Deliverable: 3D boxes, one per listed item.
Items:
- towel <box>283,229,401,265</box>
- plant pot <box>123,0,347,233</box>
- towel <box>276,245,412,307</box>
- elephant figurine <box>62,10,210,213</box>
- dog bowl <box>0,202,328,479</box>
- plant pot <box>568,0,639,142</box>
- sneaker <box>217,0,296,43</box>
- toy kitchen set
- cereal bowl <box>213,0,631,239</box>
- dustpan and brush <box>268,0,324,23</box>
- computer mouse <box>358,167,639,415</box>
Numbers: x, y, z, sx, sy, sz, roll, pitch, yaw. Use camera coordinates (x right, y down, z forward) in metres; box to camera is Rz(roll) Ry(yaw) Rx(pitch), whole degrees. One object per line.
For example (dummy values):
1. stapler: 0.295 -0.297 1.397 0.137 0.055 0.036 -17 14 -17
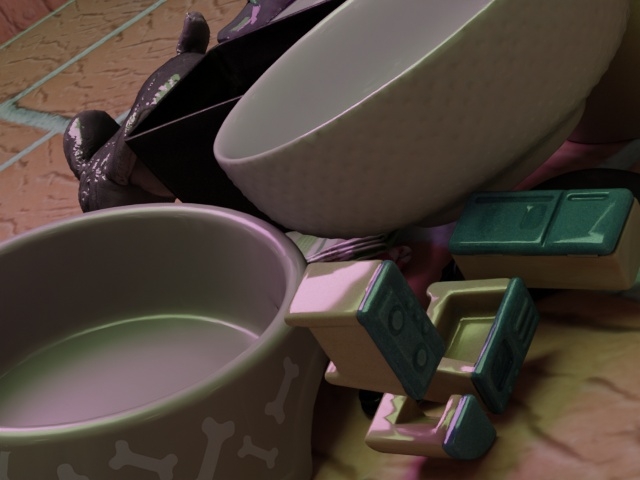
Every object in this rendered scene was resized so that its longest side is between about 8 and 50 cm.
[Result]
1. towel: 0.000 0.000 1.439 0.152 0.023 0.113 -18 17 23
2. plant pot: -0.027 -0.091 1.554 0.187 0.167 0.188 -17 22 35
3. towel: -0.031 0.059 1.396 0.197 0.029 0.144 -41 22 -28
4. elephant figurine: -0.169 -0.070 1.681 0.239 0.186 0.169 -30 -20 -37
5. dog bowl: -0.150 0.088 1.231 0.348 0.102 0.349 -8 29 4
6. plant pot: 0.277 -0.237 1.433 0.284 0.191 0.284 -27 19 10
7. sneaker: -0.055 -0.345 2.336 0.223 0.098 0.083 -32 19 -4
8. toy kitchen set: 0.096 0.017 1.061 0.122 0.166 0.207 0 49 34
9. cereal bowl: 0.093 -0.114 1.284 0.339 0.141 0.339 -36 16 12
10. dustpan and brush: 0.007 -0.268 2.135 0.147 0.060 0.211 -45 16 -31
11. computer mouse: 0.124 0.025 1.203 0.262 0.060 0.184 -25 19 17
